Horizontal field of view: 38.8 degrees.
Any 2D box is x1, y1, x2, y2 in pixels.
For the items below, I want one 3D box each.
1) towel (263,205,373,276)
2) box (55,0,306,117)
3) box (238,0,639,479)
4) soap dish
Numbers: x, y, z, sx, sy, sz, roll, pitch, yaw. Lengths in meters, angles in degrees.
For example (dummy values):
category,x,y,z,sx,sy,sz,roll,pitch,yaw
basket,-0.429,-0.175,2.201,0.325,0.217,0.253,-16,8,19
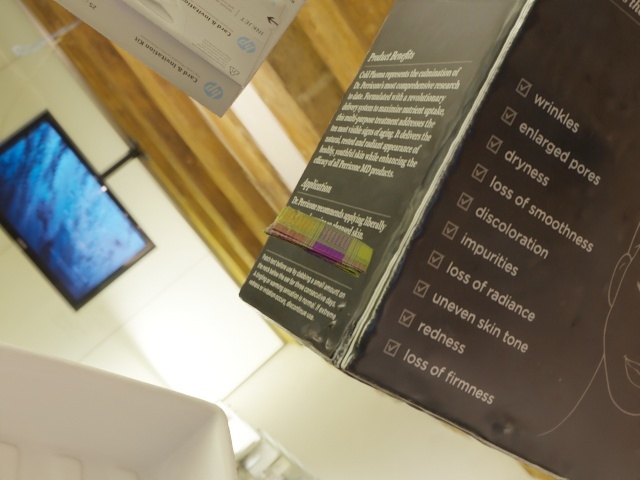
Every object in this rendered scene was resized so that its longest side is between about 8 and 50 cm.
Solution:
category,x,y,z,sx,sy,sz,roll,pitch,yaw
towel,0.000,0.000,0.707,0.083,0.009,0.060,25,23,1
box,-0.083,-0.187,0.626,0.145,0.186,0.038,35,-44,-10
box,0.249,-0.014,1.012,0.480,0.471,0.297,30,-3,-25
soap dish,-0.205,0.214,0.738,0.291,0.118,0.228,22,36,-33
